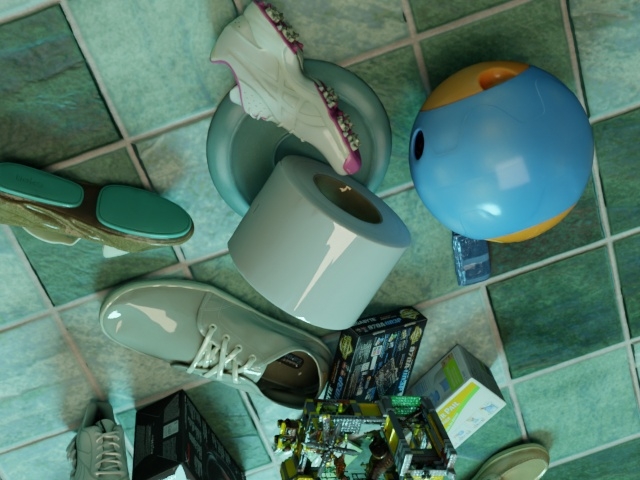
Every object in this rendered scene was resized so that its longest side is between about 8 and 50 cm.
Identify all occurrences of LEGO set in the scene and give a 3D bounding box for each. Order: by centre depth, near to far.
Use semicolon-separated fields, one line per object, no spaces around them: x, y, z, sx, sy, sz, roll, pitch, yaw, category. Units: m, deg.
0.089;0.411;1.667;0.331;0.192;0.255;12;115;-19;LEGO set

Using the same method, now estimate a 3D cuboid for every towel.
0.277;0.026;1.723;0.067;0.029;0.120;-13;119;-2;towel
-0.005;0.422;1.899;0.152;0.023;0.113;34;110;-25;towel

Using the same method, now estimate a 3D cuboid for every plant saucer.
-0.032;-0.145;1.579;0.317;0.044;0.318;-4;118;-7;plant saucer

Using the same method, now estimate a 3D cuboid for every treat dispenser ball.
0.283;-0.140;1.489;0.288;0.288;0.288;-4;118;-7;treat dispenser ball

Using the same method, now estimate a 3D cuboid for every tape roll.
0.000;0.000;1.497;0.246;0.246;0.169;27;111;-21;tape roll

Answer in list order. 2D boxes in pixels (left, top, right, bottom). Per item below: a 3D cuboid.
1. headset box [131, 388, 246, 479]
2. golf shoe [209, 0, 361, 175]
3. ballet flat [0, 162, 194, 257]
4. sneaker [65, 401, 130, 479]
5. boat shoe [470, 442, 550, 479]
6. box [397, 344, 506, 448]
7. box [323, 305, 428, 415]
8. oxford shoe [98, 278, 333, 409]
-0.231;0.465;1.772;0.110;0.218;0.293;-27;119;6;headset box
-0.052;-0.216;1.457;0.140;0.115;0.306;-34;86;12;golf shoe
-0.385;-0.033;1.556;0.342;0.116;0.124;12;136;-14;ballet flat
-0.391;0.395;1.676;0.110;0.292;0.118;11;108;-27;sneaker
0.358;0.538;1.969;0.302;0.098;0.109;-35;117;11;boat shoe
0.241;0.323;1.829;0.103;0.114;0.203;37;108;-24;box
0.098;0.240;1.754;0.175;0.051;0.220;-10;124;-38;box
-0.175;0.190;1.688;0.449;0.130;0.169;21;114;-17;oxford shoe
